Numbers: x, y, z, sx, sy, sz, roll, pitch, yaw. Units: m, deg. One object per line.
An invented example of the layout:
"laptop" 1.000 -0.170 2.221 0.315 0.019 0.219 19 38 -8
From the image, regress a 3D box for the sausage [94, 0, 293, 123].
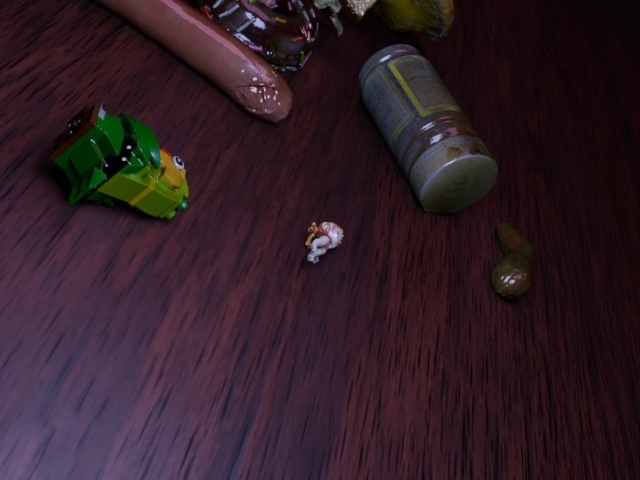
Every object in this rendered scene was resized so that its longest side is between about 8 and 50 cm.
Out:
"sausage" -0.218 -0.335 1.337 0.419 0.094 0.094 36 72 -7

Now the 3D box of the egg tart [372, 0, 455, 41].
"egg tart" 0.180 -0.630 1.945 0.387 0.169 0.388 61 2 -3

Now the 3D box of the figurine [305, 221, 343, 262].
"figurine" 0.000 0.000 1.185 0.047 0.064 0.109 21 21 10

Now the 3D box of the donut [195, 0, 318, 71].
"donut" -0.117 -0.431 1.544 0.270 0.103 0.269 27 33 -19

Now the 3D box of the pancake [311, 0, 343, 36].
"pancake" -0.010 -0.493 1.709 0.266 0.057 0.244 55 5 39

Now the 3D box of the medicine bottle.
"medicine bottle" 0.191 -0.215 1.545 0.151 0.151 0.322 9 44 -39

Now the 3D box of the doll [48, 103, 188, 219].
"doll" -0.237 -0.086 1.004 0.186 0.106 0.134 19 40 -55

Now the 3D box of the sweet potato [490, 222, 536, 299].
"sweet potato" 0.351 0.035 1.492 0.081 0.062 0.233 34 30 -5

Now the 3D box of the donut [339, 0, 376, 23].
"donut" 0.024 -0.563 1.689 0.259 0.101 0.152 50 -2 -5
